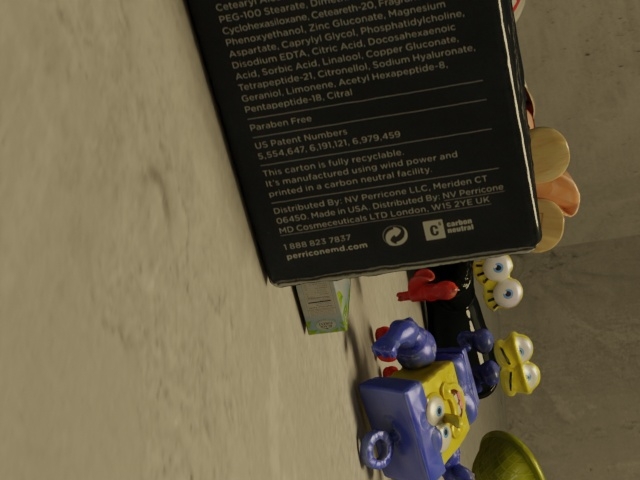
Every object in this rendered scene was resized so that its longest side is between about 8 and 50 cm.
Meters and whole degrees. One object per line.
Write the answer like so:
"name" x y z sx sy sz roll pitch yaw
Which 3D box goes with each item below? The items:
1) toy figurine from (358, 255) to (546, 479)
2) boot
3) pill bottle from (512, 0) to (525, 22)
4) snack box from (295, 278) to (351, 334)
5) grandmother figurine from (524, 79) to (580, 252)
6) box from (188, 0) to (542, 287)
"toy figurine" 0.094 0.190 1.454 0.217 0.191 0.362 -36 118 -47
"boot" 0.188 0.096 2.033 0.207 0.094 0.246 60 16 -74
"pill bottle" 0.130 -0.394 1.755 0.407 0.229 0.229 53 30 -70
"snack box" 0.000 0.000 1.217 0.141 0.037 0.100 -83 163 -57
"grandmother figurine" 0.194 -0.097 1.455 0.342 0.104 0.207 -85 -176 -67
"box" 0.029 -0.216 1.071 0.293 0.212 0.395 -83 161 -57
